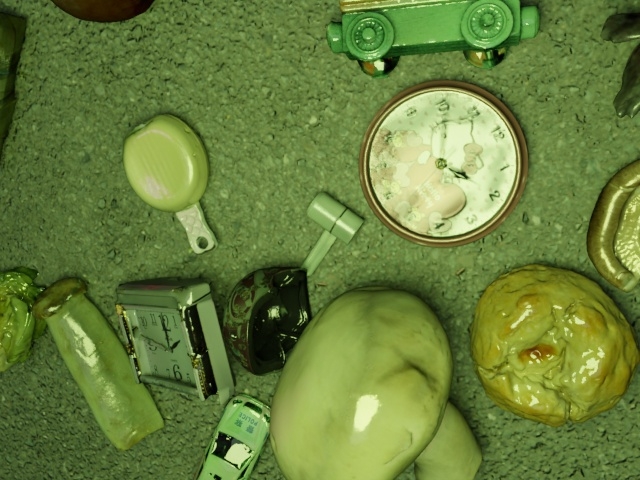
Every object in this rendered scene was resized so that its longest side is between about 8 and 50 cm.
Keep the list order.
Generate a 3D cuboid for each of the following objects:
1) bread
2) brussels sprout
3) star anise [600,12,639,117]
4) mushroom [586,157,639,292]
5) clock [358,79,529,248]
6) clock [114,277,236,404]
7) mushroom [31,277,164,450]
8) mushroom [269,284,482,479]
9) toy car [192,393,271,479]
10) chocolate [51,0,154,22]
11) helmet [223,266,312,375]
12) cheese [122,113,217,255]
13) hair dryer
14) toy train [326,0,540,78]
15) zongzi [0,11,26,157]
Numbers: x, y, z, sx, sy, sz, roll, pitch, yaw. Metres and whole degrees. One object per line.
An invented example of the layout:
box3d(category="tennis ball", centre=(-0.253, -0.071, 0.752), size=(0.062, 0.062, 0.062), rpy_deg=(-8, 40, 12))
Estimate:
box3d(category="bread", centre=(0.328, 0.158, 0.976), size=(0.245, 0.134, 0.244), rpy_deg=(4, 103, 16))
box3d(category="brussels sprout", centre=(-0.546, 0.142, 1.205), size=(0.139, 0.100, 0.180), rpy_deg=(23, 108, 18))
box3d(category="star anise", centre=(0.498, -0.273, 0.859), size=(0.360, 0.139, 0.316), rpy_deg=(34, 116, -11))
box3d(category="mushroom", centre=(0.425, -0.037, 0.942), size=(0.094, 0.072, 0.209), rpy_deg=(17, 101, 8))
box3d(category="clock", centre=(0.174, -0.108, 0.997), size=(0.245, 0.056, 0.244), rpy_deg=(3, 100, 15))
box3d(category="clock", centre=(-0.230, 0.153, 1.099), size=(0.253, 0.083, 0.186), rpy_deg=(-2, 103, 48))
box3d(category="mushroom", centre=(-0.380, 0.210, 1.179), size=(0.100, 0.081, 0.312), rpy_deg=(-31, 98, -19))
box3d(category="mushroom", centre=(0.057, 0.229, 0.990), size=(0.315, 0.356, 0.315), rpy_deg=(-5, 57, 8))
box3d(category="toy car", centre=(-0.154, 0.369, 1.166), size=(0.090, 0.076, 0.224), rpy_deg=(27, 107, 8))
box3d(category="chocolate", centre=(-0.319, -0.394, 1.004), size=(0.177, 0.177, 0.176), rpy_deg=(3, 102, 13))
box3d(category="helmet", centre=(-0.092, 0.114, 1.057), size=(0.107, 0.177, 0.153), rpy_deg=(17, 126, 31))
box3d(category="cheese", centre=(-0.226, -0.083, 1.094), size=(0.137, 0.064, 0.227), rpy_deg=(-23, 94, 20))
box3d(category="hair dryer", centre=(0.000, 0.000, 1.071), size=(0.082, 0.047, 0.137), rpy_deg=(34, 114, 5))
box3d(category="toy train", centre=(0.148, -0.324, 0.938), size=(0.286, 0.116, 0.177), rpy_deg=(-2, 89, 15))
box3d(category="zongzi", centre=(-0.620, -0.259, 1.125), size=(0.251, 0.125, 0.274), rpy_deg=(19, 111, 8))
